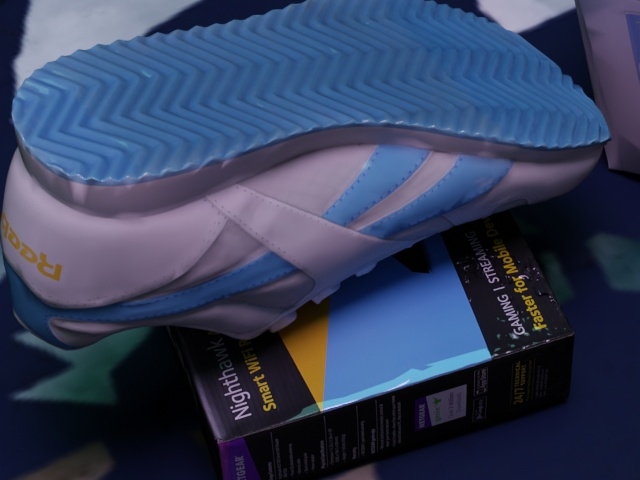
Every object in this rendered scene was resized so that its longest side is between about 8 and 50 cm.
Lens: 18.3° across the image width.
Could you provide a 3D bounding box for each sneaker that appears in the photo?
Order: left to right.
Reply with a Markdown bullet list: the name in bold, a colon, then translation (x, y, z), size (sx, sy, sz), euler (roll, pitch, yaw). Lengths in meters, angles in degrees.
- **sneaker**: translation (-0.004, -0.023, 0.685), size (0.229, 0.092, 0.087), euler (-9, 45, -28)

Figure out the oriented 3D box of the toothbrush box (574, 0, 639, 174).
- **toothbrush box**: translation (0.254, -0.142, 0.778), size (0.206, 0.122, 0.283), euler (14, 52, 32)

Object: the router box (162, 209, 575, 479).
- **router box**: translation (0.000, 0.000, 0.747), size (0.133, 0.046, 0.179), euler (-17, 51, -10)
